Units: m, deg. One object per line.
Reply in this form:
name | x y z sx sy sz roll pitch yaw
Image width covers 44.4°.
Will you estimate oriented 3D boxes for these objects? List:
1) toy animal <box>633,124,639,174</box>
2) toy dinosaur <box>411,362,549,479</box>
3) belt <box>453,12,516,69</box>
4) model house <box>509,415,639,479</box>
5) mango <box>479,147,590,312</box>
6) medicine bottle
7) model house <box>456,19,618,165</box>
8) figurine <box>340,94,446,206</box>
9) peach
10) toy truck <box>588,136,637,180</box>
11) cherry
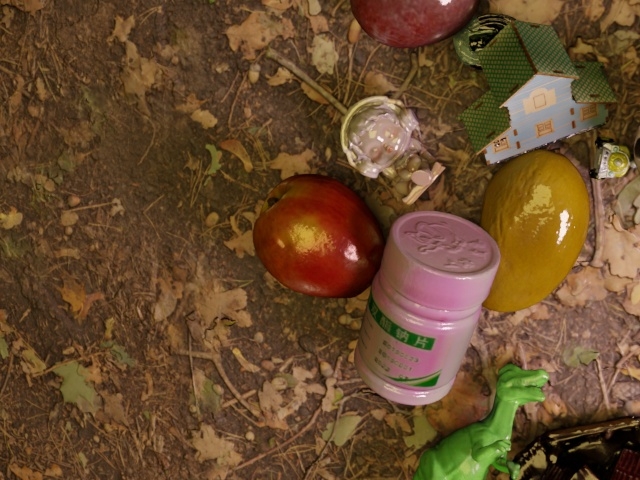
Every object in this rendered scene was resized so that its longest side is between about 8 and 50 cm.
toy animal | 0.627 -0.153 1.283 0.213 0.267 0.212 2 95 22
toy dinosaur | 0.232 0.437 1.627 0.500 0.144 0.374 -16 49 53
belt | 0.320 -0.373 1.474 0.140 0.058 0.105 -3 95 23
model house | 0.509 0.457 1.422 0.317 0.282 0.297 26 108 15
mango | 0.396 -0.012 1.471 0.195 0.142 0.331 13 111 24
medicine bottle | 0.193 0.131 1.484 0.212 0.212 0.325 25 127 16
model house | 0.360 -0.276 1.363 0.271 0.206 0.178 -18 58 13
figurine | 0.133 -0.184 1.537 0.162 0.141 0.236 -43 82 17
peach | 0.000 0.000 1.574 0.281 0.238 0.281 19 145 14
toy truck | 0.527 -0.143 1.405 0.077 0.111 0.076 10 104 14
cherry | 0.177 -0.477 1.432 0.285 0.213 0.236 -24 81 33
